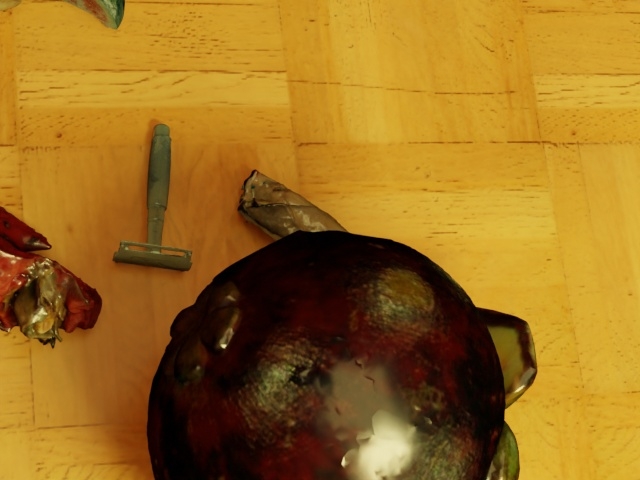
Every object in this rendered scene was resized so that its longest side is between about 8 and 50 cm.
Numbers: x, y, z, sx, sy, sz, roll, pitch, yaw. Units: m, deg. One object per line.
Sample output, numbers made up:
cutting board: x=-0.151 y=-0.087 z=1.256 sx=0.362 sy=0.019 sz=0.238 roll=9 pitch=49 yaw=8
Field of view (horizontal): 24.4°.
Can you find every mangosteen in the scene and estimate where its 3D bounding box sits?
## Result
mangosteen: x=0.014 y=0.139 z=1.153 sx=0.311 sy=0.311 sz=0.311 roll=5 pitch=71 yaw=-15

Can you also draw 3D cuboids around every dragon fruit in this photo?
dragon fruit: x=-0.275 y=0.029 z=1.227 sx=0.192 sy=0.122 sz=0.092 roll=25 pitch=106 yaw=-10

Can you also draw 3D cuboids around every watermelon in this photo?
watermelon: x=-0.212 y=-0.225 z=1.334 sx=0.061 sy=0.085 sz=0.085 roll=-17 pitch=74 yaw=21

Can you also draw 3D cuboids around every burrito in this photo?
burrito: x=-0.001 y=0.001 z=1.318 sx=0.171 sy=0.042 sz=0.051 roll=37 pitch=69 yaw=-5

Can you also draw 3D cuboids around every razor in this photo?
razor: x=-0.143 y=-0.041 z=1.296 sx=0.068 sy=0.040 sz=0.135 roll=8 pitch=63 yaw=-14

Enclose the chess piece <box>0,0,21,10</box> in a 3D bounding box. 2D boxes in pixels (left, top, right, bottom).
chess piece: x=-0.296 y=-0.267 z=1.312 sx=0.066 sy=0.066 sz=0.122 roll=-3 pitch=79 yaw=-17
